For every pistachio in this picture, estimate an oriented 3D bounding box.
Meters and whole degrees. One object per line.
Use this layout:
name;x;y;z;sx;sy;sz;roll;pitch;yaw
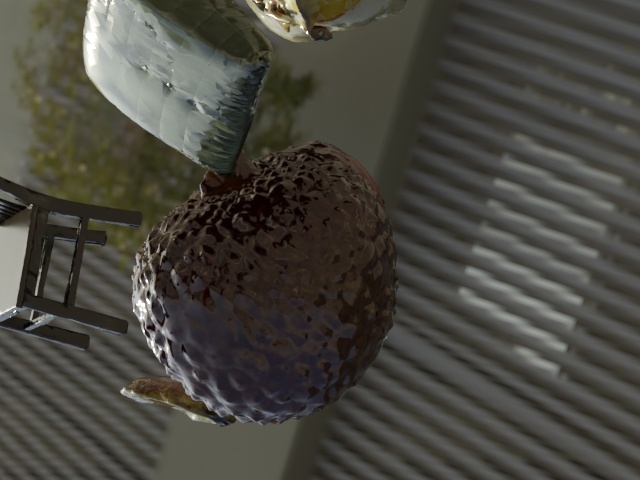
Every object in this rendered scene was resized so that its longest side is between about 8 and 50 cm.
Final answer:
pistachio;-0.175;0.199;2.260;0.173;0.049;0.089;13;164;32

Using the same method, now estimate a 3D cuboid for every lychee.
lychee;-0.047;0.039;1.646;0.260;0.261;0.260;16;-168;-4

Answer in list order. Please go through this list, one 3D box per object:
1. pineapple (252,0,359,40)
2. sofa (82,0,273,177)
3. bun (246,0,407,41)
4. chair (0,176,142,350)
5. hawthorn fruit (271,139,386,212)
pineapple;-0.045;-0.265;1.310;0.236;0.114;0.186;49;167;6
sofa;-0.084;-0.215;1.549;0.176;0.225;0.210;33;150;5
bun;0.040;-0.411;2.103;0.234;0.362;0.326;29;154;-37
chair;-0.246;0.005;1.292;0.212;0.101;0.084;17;159;-27
hawthorn fruit;0.000;0.000;2.035;0.181;0.235;0.181;-22;-164;7
